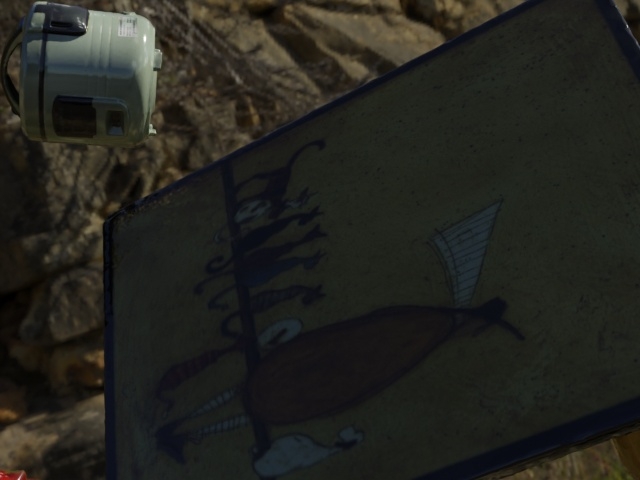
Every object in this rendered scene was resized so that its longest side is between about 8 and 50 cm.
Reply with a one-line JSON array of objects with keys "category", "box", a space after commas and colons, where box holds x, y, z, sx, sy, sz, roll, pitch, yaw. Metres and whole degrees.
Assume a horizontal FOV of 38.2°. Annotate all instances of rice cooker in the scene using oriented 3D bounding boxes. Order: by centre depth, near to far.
[{"category": "rice cooker", "box": [-0.371, -0.254, 1.439, 0.244, 0.226, 0.226, 6, 4, -10]}]

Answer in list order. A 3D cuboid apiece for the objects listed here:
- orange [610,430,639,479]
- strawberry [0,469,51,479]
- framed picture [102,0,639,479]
[{"category": "orange", "box": [0.414, 0.148, 0.907, 0.279, 0.279, 0.235, -10, 13, 34]}, {"category": "strawberry", "box": [-0.316, 0.318, 0.749, 0.257, 0.277, 0.257, 4, -34, 3]}, {"category": "framed picture", "box": [0.025, 0.016, 0.479, 0.338, 0.255, 0.014, -24, -40, 17]}]
